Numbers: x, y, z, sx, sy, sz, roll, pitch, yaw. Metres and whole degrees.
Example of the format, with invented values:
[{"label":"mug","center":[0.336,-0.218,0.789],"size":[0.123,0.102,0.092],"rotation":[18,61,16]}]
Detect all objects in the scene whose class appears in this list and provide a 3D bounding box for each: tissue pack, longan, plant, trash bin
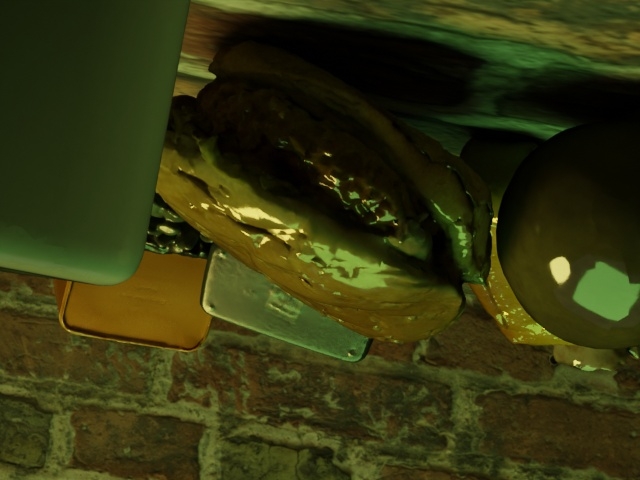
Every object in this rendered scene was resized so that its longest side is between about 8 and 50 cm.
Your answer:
[{"label":"tissue pack","center":[-0.244,0.013,1.502],"size":[0.194,0.145,0.274],"rotation":[10,-160,-21]},{"label":"longan","center":[0.206,-0.009,0.806],"size":[0.189,0.189,0.189],"rotation":[10,175,1]},{"label":"plant","center":[-0.143,-0.043,1.286],"size":[0.129,0.132,0.194],"rotation":[7,179,0]},{"label":"trash bin","center":[0.000,0.000,1.086],"size":[0.177,0.101,0.236],"rotation":[19,-149,4]}]

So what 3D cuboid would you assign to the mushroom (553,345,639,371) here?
[{"label":"mushroom","center":[0.288,0.048,1.226],"size":[0.227,0.178,0.226],"rotation":[16,-178,-1]}]

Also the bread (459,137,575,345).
[{"label":"bread","center":[0.181,0.005,1.037],"size":[0.094,0.102,0.245],"rotation":[-1,144,30]}]

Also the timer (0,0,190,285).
[{"label":"timer","center":[-0.170,-0.098,0.396],"size":[0.192,0.195,0.194],"rotation":[4,173,44]}]

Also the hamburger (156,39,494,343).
[{"label":"hamburger","center":[0.000,-0.028,0.837],"size":[0.259,0.144,0.283],"rotation":[35,172,21]}]
